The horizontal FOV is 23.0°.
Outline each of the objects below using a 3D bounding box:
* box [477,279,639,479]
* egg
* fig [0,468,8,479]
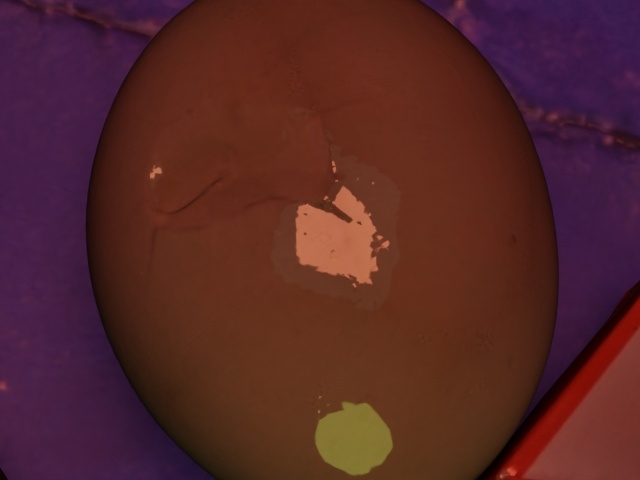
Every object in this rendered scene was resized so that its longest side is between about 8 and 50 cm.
[{"bbox_3d":[0.167,0.109,0.768,0.133,0.099,0.182,38,62,7],"label":"box"},{"bbox_3d":[0.000,0.000,0.736,0.219,0.219,0.269,-10,62,-8],"label":"egg"},{"bbox_3d":[-0.240,0.183,0.728,0.124,0.124,0.236,43,90,8],"label":"fig"}]
